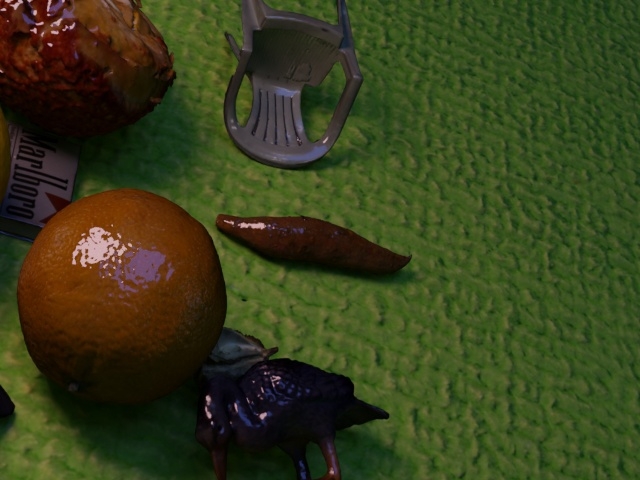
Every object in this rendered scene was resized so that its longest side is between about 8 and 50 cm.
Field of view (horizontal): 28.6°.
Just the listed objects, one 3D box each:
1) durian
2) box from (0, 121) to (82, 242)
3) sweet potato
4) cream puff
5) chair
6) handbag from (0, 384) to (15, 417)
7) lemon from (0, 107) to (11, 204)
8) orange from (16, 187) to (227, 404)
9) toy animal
[{"bbox_3d":[-0.118,0.159,1.622,0.140,0.071,0.110,-17,103,-46],"label":"durian"},{"bbox_3d":[-0.391,-0.078,1.701,0.115,0.036,0.177,17,45,-19],"label":"box"},{"bbox_3d":[0.000,0.000,1.843,0.314,0.072,0.066,9,34,-22],"label":"sweet potato"},{"bbox_3d":[-0.367,-0.278,1.742,0.350,0.229,0.350,50,11,-14],"label":"cream puff"},{"bbox_3d":[-0.056,-0.274,1.994,0.203,0.190,0.274,12,39,-20],"label":"chair"},{"bbox_3d":[-0.473,0.123,1.405,0.254,0.088,0.211,44,16,7],"label":"handbag"},{"bbox_3d":[-0.489,-0.080,1.506,0.240,0.240,0.219,-2,79,-32],"label":"lemon"},{"bbox_3d":[-0.239,0.072,1.507,0.264,0.264,0.264,17,45,-18],"label":"orange"},{"bbox_3d":[-0.036,0.230,1.553,0.298,0.122,0.185,-19,78,-48],"label":"toy animal"}]
